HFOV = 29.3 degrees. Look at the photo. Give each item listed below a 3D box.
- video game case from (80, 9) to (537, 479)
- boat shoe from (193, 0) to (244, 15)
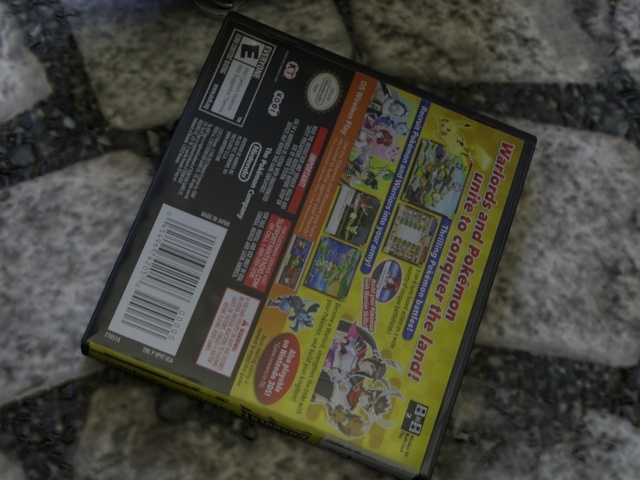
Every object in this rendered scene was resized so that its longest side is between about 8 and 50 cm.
[{"bbox_3d":[0.000,0.000,0.863,0.248,0.035,0.274,22,68,-3],"label":"video game case"},{"bbox_3d":[-0.069,-0.221,0.900,0.255,0.079,0.095,-16,74,-18],"label":"boat shoe"}]
